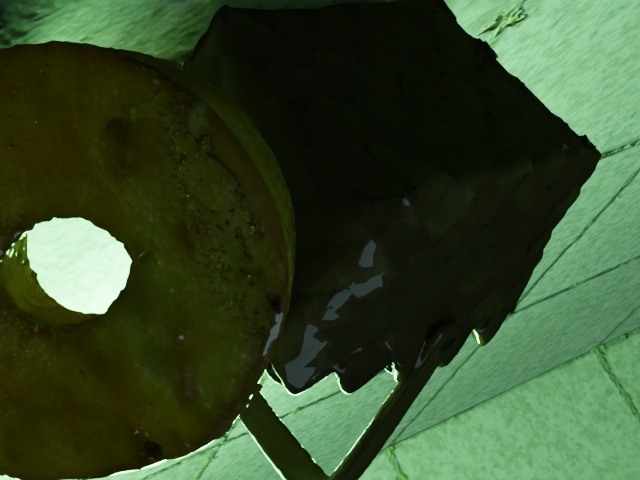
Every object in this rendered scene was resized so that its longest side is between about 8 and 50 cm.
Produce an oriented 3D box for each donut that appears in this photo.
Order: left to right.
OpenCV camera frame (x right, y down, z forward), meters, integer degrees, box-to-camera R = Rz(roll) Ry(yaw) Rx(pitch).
[{"bbox_3d":[-0.139,0.008,0.932,0.277,0.277,0.108,-38,-177,21],"label":"donut"}]

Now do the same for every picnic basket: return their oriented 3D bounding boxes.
[{"bbox_3d":[0.000,0.000,1.111,0.291,0.254,0.321,-12,143,-47],"label":"picnic basket"}]
